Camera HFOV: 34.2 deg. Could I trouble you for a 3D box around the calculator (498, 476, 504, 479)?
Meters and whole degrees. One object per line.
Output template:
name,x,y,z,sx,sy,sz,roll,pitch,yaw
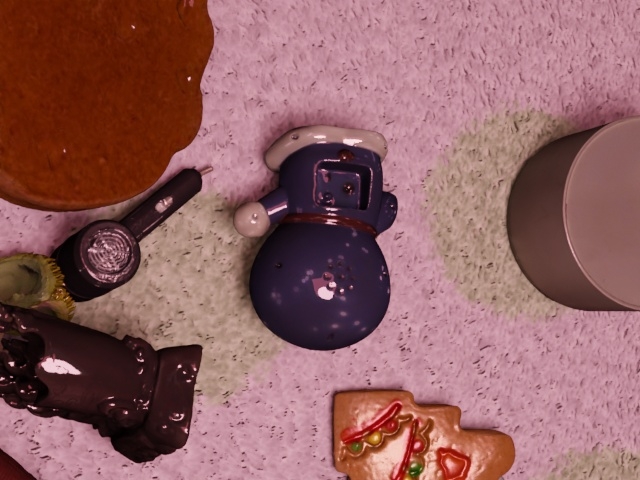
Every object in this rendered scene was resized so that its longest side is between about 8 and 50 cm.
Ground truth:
calculator,0.186,0.320,1.247,0.095,0.021,0.153,-26,94,-16

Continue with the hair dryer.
hair dryer,-0.190,-0.020,1.121,0.219,0.124,0.071,-43,101,-31

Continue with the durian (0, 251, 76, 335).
durian,-0.330,0.059,1.066,0.215,0.100,0.086,-9,90,28

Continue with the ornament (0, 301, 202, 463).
ornament,-0.262,0.129,1.015,0.260,0.251,0.106,19,66,-15

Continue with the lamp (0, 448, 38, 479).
lamp,-0.335,0.309,1.026,0.258,0.180,0.180,46,76,-11

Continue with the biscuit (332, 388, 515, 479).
biscuit,0.103,0.261,1.203,0.238,0.041,0.212,44,87,-3

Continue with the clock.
clock,0.000,0.000,1.154,0.199,0.146,0.244,8,77,-20

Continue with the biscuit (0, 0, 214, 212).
biscuit,-0.247,-0.220,1.045,0.358,0.074,0.381,-2,88,-53

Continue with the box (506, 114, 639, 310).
box,0.355,-0.027,1.250,0.226,0.149,0.226,1,86,-16
